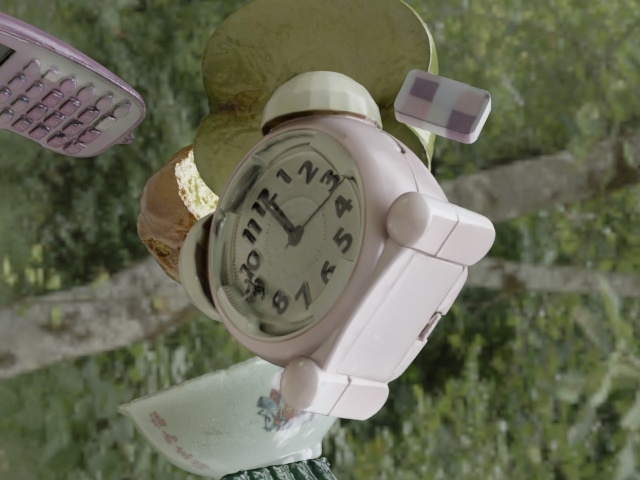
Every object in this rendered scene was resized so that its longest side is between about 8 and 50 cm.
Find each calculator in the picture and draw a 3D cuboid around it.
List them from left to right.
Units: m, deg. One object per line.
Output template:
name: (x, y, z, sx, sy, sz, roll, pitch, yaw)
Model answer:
calculator: (-0.346, -0.184, 1.530, 0.194, 0.294, 0.043, -30, -135, 43)

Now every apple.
apple: (-0.006, -0.203, 1.951, 0.311, 0.360, 0.320, 77, 20, -51)

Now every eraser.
eraser: (0.144, -0.159, 1.530, 0.065, 0.105, 0.026, -63, 163, -20)

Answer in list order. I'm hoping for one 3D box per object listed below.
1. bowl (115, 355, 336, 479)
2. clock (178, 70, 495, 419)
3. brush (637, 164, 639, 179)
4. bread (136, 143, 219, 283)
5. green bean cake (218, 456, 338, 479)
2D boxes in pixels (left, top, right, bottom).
bowl: (-0.113, 0.303, 2.197, 0.435, 0.435, 0.196, 82, -11, -83)
clock: (0.000, 0.000, 1.513, 0.326, 0.342, 0.184, 44, 14, 36)
brush: (0.468, -0.069, 1.562, 0.027, 0.190, 0.034, -45, 127, -37)
bread: (-0.235, -0.027, 2.503, 0.340, 0.179, 0.194, 51, 40, -31)
green bean cake: (-0.069, 0.398, 1.744, 0.107, 0.208, 0.193, 46, -54, 35)
